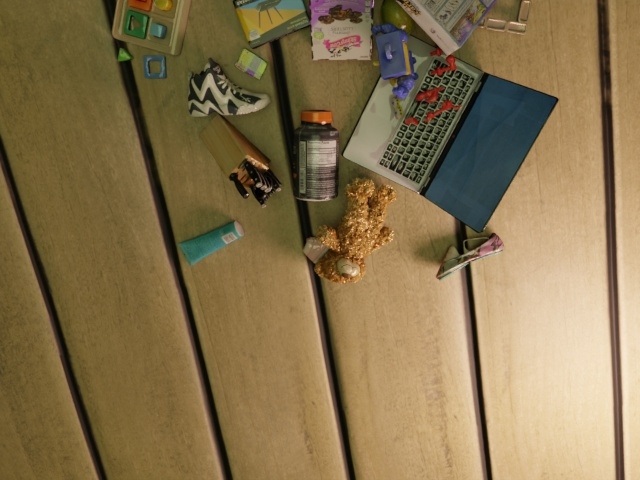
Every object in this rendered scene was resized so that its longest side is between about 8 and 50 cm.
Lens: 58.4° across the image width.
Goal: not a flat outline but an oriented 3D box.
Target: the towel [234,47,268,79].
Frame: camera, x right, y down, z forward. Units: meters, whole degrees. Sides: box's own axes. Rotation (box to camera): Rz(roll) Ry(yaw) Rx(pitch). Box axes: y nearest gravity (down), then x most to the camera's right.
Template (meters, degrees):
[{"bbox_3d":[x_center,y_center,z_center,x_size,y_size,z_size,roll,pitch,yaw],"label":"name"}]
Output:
[{"bbox_3d":[-0.195,-0.497,1.613,0.083,0.009,0.060,29,104,-6],"label":"towel"}]

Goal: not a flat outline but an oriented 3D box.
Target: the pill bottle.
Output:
[{"bbox_3d":[-0.012,-0.242,1.612,0.131,0.130,0.245,2,105,3],"label":"pill bottle"}]

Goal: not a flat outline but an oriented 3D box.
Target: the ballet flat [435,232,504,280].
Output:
[{"bbox_3d":[0.433,0.040,1.704,0.222,0.077,0.079,-26,84,5],"label":"ballet flat"}]

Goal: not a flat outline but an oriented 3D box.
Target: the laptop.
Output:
[{"bbox_3d":[0.318,-0.295,1.525,0.408,0.236,0.382,25,105,-4],"label":"laptop"}]

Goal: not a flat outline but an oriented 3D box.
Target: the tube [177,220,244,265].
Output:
[{"bbox_3d":[-0.333,0.005,1.743,0.207,0.052,0.080,-24,98,15],"label":"tube"}]

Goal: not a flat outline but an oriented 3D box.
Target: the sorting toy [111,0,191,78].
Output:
[{"bbox_3d":[-0.467,-0.623,1.573,0.196,0.047,0.347,16,106,-1],"label":"sorting toy"}]

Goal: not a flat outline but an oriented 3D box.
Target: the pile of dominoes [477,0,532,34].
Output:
[{"bbox_3d":[0.443,-0.667,1.529,0.251,0.040,0.195,7,102,-7],"label":"pile of dominoes"}]

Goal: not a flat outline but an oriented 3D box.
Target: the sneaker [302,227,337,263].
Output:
[{"bbox_3d":[0.000,0.000,1.719,0.070,0.051,0.134,39,103,-6],"label":"sneaker"}]

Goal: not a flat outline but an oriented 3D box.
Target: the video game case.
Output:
[{"bbox_3d":[0.316,-0.640,1.422,0.244,0.061,0.269,42,72,-11],"label":"video game case"}]

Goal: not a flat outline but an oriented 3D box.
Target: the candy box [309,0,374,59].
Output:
[{"bbox_3d":[0.056,-0.574,1.499,0.165,0.070,0.196,0,139,3],"label":"candy box"}]

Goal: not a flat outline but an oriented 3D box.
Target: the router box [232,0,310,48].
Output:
[{"bbox_3d":[-0.130,-0.617,1.557,0.179,0.046,0.133,-20,104,8],"label":"router box"}]

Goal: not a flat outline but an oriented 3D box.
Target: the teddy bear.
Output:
[{"bbox_3d":[0.107,-0.019,1.650,0.245,0.113,0.338,30,97,-45],"label":"teddy bear"}]

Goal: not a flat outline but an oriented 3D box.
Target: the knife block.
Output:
[{"bbox_3d":[-0.226,-0.217,1.572,0.276,0.242,0.088,43,102,-8],"label":"knife block"}]

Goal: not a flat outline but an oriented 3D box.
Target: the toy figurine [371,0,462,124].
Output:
[{"bbox_3d":[0.218,-0.486,1.437,0.191,0.217,0.362,-7,90,28],"label":"toy figurine"}]

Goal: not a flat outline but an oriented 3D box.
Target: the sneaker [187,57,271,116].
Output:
[{"bbox_3d":[-0.262,-0.431,1.590,0.235,0.094,0.153,0,114,14],"label":"sneaker"}]
